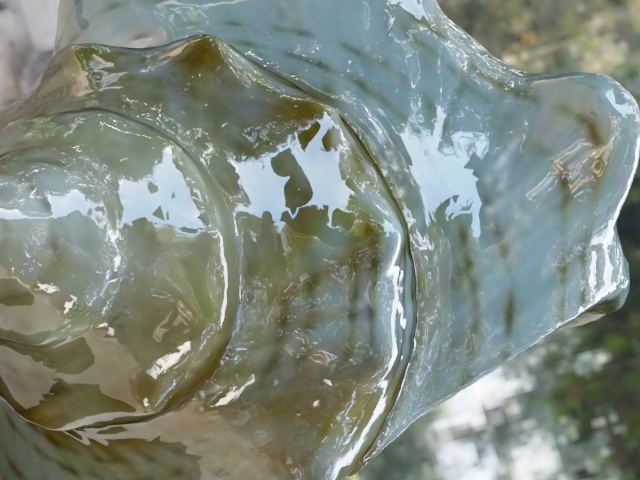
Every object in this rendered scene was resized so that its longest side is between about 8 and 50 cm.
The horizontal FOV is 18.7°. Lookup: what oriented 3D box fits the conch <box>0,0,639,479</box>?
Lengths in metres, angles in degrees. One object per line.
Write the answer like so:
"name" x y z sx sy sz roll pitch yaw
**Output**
"conch" -0.002 -0.013 0.585 0.386 0.203 0.170 -30 117 -65
